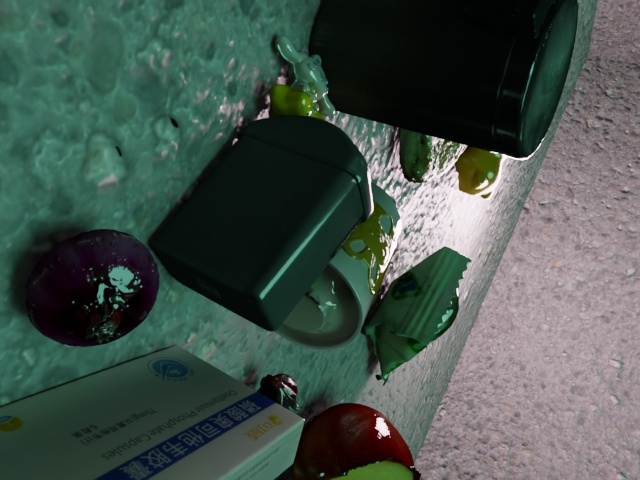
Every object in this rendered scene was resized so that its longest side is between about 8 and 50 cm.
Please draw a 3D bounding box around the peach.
[{"bbox_3d":[0.043,0.458,1.244,0.258,0.201,0.362,-39,140,6],"label":"peach"}]

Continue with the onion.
[{"bbox_3d":[-0.198,0.047,0.527,0.115,0.104,0.115,-15,133,-17],"label":"onion"}]

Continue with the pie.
[{"bbox_3d":[0.238,-0.249,1.215,0.277,0.079,0.276,-39,138,-46],"label":"pie"}]

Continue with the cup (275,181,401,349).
[{"bbox_3d":[0.000,0.000,0.846,0.241,0.186,0.226,61,41,-20],"label":"cup"}]

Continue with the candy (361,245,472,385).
[{"bbox_3d":[0.224,0.198,1.455,0.262,0.172,0.397,-52,163,-25],"label":"candy"}]

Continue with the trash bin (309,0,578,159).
[{"bbox_3d":[0.155,-0.243,0.792,0.202,0.302,0.252,-62,151,-14],"label":"trash bin"}]

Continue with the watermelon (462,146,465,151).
[{"bbox_3d":[0.285,-0.246,1.370,0.069,0.087,0.163,-16,130,-15],"label":"watermelon"}]

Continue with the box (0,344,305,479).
[{"bbox_3d":[-0.183,0.207,0.565,0.343,0.200,0.065,-10,120,-62],"label":"box"}]

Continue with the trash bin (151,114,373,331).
[{"bbox_3d":[-0.052,-0.034,0.677,0.236,0.177,0.101,-54,153,-24],"label":"trash bin"}]

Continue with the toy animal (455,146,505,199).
[{"bbox_3d":[0.447,-0.230,1.599,0.156,0.156,0.229,28,80,-65],"label":"toy animal"}]

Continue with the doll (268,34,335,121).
[{"bbox_3d":[-0.020,-0.186,0.761,0.135,0.072,0.113,9,84,-59],"label":"doll"}]

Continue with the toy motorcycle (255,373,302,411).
[{"bbox_3d":[-0.091,0.288,0.966,0.122,0.082,0.213,-39,152,-31],"label":"toy motorcycle"}]
